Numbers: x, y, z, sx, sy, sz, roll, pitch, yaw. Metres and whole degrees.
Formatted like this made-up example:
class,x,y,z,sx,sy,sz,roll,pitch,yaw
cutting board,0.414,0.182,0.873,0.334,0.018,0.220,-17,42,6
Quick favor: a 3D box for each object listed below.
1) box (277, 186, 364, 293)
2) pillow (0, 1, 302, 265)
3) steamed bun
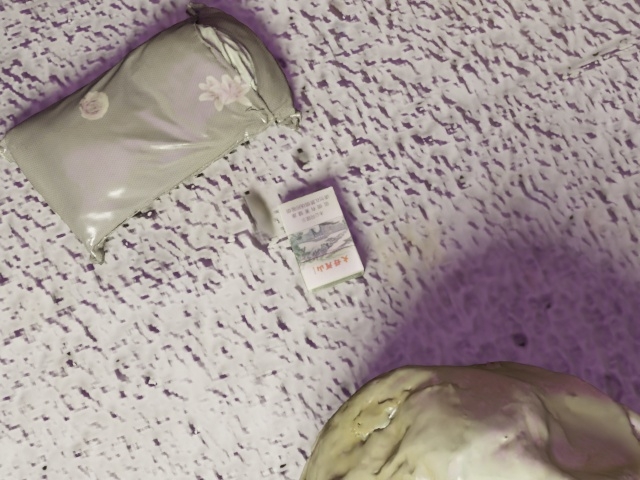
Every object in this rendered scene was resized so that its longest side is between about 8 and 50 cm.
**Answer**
class,x,y,z,sx,sy,sz,roll,pitch,yaw
box,0.000,0.000,0.955,0.054,0.024,0.083,-19,75,-5
pillow,-0.152,-0.107,0.972,0.255,0.059,0.169,-37,79,-9
steamed bun,0.125,0.197,0.804,0.280,0.268,0.207,17,38,-9
